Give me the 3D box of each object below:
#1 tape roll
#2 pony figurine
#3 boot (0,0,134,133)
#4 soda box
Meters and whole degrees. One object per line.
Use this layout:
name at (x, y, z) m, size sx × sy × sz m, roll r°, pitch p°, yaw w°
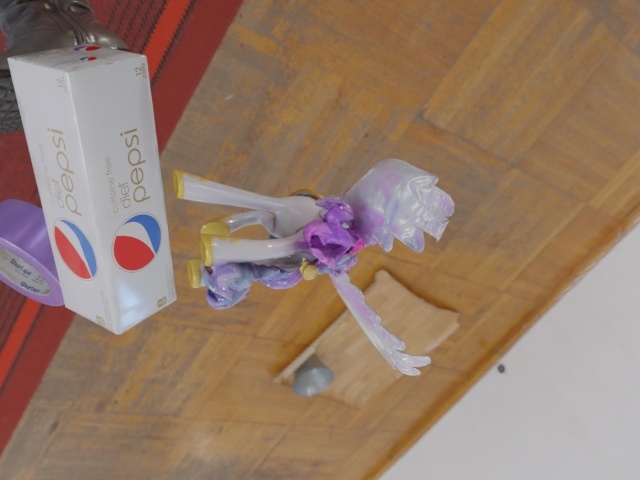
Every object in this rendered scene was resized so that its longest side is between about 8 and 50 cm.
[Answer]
tape roll at (-0.494, 0.023, 1.014) m, size 0.188 × 0.080 × 0.189 m, roll 18°, pitch 142°, yaw 14°
pony figurine at (0.000, 0.000, 0.838) m, size 0.363 × 0.351 × 0.303 m, roll -4°, pitch 123°, yaw -23°
boot at (-0.420, -0.282, 0.816) m, size 0.118 × 0.338 × 0.223 m, roll -36°, pitch 94°, yaw 28°
soda box at (-0.173, -0.037, 0.469) m, size 0.069 × 0.073 × 0.216 m, roll -35°, pitch 134°, yaw -46°
